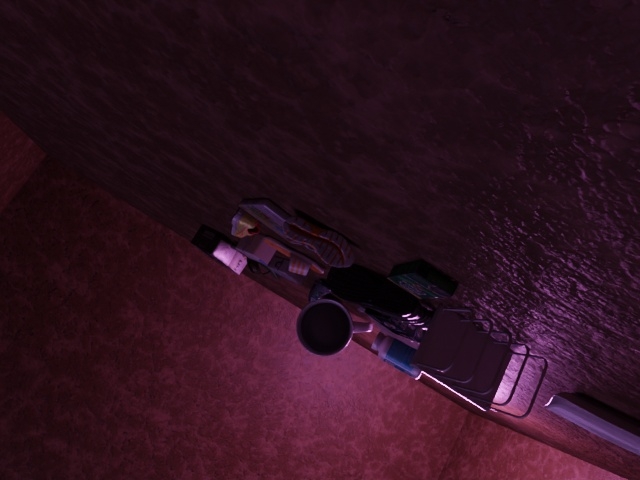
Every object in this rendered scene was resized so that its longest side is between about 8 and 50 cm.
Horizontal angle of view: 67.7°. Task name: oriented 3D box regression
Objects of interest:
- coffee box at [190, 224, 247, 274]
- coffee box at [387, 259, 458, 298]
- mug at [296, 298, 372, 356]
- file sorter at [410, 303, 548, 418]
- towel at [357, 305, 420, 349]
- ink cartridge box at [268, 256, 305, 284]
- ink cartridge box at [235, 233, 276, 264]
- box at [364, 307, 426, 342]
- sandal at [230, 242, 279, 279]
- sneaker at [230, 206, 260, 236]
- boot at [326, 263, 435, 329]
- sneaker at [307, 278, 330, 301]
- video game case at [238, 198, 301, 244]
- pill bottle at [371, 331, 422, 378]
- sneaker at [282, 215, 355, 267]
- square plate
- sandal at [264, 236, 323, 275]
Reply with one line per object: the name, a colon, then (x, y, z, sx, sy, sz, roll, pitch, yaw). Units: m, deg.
coffee box: (-0.529, 0.053, 2.542, 0.168, 0.119, 0.297, 25, 166, 28)
coffee box: (0.248, 0.101, 1.181, 0.113, 0.040, 0.184, 32, 167, -7)
mug: (0.078, 0.442, 2.426, 0.373, 0.276, 0.328, -2, 169, 4)
file sorter: (0.431, 0.325, 1.290, 0.277, 0.193, 0.173, 33, 164, -12)
towel: (0.342, 0.379, 1.993, 0.331, 0.053, 0.317, 20, 163, 42)
ink cartridge box: (-0.145, 0.133, 2.120, 0.109, 0.063, 0.150, 40, 164, -34)
ink cartridge box: (-0.261, 0.026, 1.915, 0.143, 0.090, 0.092, 16, 161, 46)
box: (0.274, 0.281, 1.714, 0.180, 0.078, 0.147, 38, 165, -28)
sandal: (-0.344, 0.119, 2.452, 0.302, 0.086, 0.120, 34, 167, -15)
sneaker: (-0.256, -0.045, 1.666, 0.094, 0.082, 0.208, 28, 167, 0)
boot: (0.189, 0.188, 1.500, 0.338, 0.118, 0.222, 25, 172, 40)
sneaker: (-0.002, 0.233, 2.100, 0.083, 0.098, 0.223, 31, 167, -4)
video game case: (-0.122, -0.053, 1.460, 0.227, 0.026, 0.206, 36, 166, -27)
pill bottle: (0.383, 0.545, 2.310, 0.264, 0.146, 0.146, 27, 167, 16)
sneaker: (0.000, 0.000, 1.297, 0.214, 0.084, 0.083, 33, 180, 3)
square plate: (0.905, 0.580, 1.510, 0.344, 0.049, 0.347, 24, 166, 28)
sandal: (-0.112, 0.078, 1.810, 0.265, 0.076, 0.102, 28, 167, 9)
